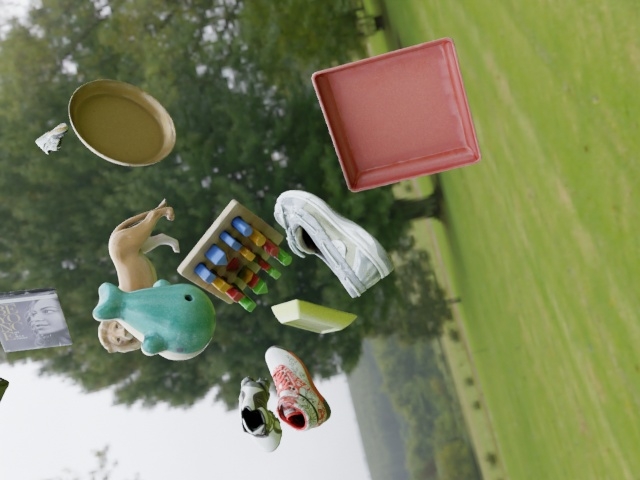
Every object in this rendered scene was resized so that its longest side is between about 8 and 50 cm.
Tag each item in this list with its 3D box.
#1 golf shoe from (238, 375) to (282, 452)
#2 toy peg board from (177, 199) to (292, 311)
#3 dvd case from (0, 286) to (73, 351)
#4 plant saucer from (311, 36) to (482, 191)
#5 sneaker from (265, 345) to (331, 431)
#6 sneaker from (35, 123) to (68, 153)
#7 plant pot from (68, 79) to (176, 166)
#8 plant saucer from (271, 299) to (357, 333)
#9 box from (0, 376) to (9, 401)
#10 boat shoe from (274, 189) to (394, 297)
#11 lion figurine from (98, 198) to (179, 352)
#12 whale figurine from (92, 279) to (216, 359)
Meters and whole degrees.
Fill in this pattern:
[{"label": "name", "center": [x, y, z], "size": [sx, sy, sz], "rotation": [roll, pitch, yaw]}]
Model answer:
[{"label": "golf shoe", "center": [-0.129, 0.367, 1.916], "size": [0.094, 0.077, 0.198], "rotation": [-74, -24, -53]}, {"label": "toy peg board", "center": [-0.139, 0.038, 1.707], "size": [0.079, 0.161, 0.160], "rotation": [37, 179, 38]}, {"label": "dvd case", "center": [-0.690, 0.191, 2.275], "size": [0.221, 0.164, 0.018], "rotation": [92, 170, -50]}, {"label": "plant saucer", "center": [0.143, -0.232, 1.758], "size": [0.047, 0.258, 0.259], "rotation": [-85, -22, -56]}, {"label": "sneaker", "center": [-0.090, 0.420, 2.716], "size": [0.270, 0.090, 0.145], "rotation": [52, -152, 13]}, {"label": "sneaker", "center": [-0.466, -0.179, 1.697], "size": [0.037, 0.083, 0.032], "rotation": [56, -137, -16]}, {"label": "plant pot", "center": [-0.425, -0.245, 2.049], "size": [0.032, 0.236, 0.236], "rotation": [-51, 41, 42]}, {"label": "plant saucer", "center": [-0.022, 0.217, 2.654], "size": [0.188, 0.188, 0.045], "rotation": [-22, 55, 63]}, {"label": "box", "center": [-0.645, 0.248, 1.475], "size": [0.184, 0.261, 0.103], "rotation": [-66, -8, 5]}, {"label": "boat shoe", "center": [0.002, 0.002, 1.759], "size": [0.320, 0.103, 0.118], "rotation": [34, 162, 44]}, {"label": "lion figurine", "center": [-0.467, 0.088, 2.453], "size": [0.142, 0.240, 0.392], "rotation": [104, 153, -66]}, {"label": "whale figurine", "center": [-0.363, 0.156, 2.145], "size": [0.216, 0.272, 0.141], "rotation": [-86, 21, -47]}]
